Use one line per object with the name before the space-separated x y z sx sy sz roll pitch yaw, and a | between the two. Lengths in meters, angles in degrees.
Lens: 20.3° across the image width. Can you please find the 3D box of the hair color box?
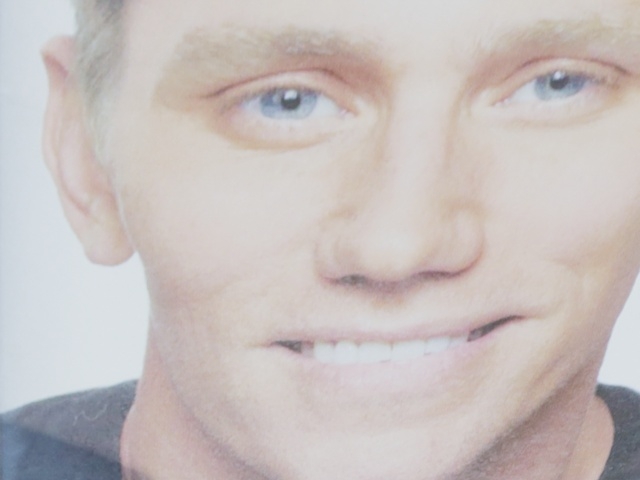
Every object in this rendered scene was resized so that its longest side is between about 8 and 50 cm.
hair color box | 0.000 0.000 0.408 0.174 0.105 0.347 -6 124 -18
